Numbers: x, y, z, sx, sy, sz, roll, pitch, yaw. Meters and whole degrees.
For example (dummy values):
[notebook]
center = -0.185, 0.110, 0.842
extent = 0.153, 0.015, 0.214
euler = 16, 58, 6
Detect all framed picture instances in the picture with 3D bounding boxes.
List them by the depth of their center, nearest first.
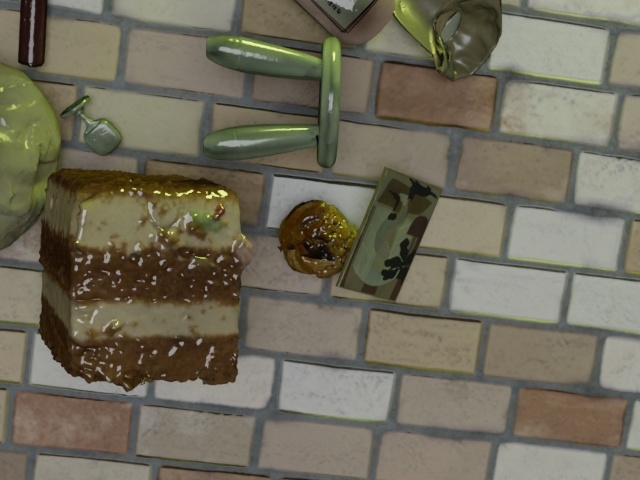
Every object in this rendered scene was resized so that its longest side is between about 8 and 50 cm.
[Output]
[framed picture]
center = 0.110, -0.006, 1.635
extent = 0.136, 0.010, 0.200
euler = 17, 97, -43

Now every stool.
[stool]
center = -0.070, -0.206, 1.542
extent = 0.199, 0.195, 0.195
euler = 0, 98, -2

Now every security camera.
[security camera]
center = -0.352, -0.175, 1.603
extent = 0.058, 0.058, 0.092
euler = -35, 111, 1

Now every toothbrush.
[toothbrush]
center = -0.427, -0.444, 1.560
extent = 0.041, 0.041, 0.363
euler = 5, 97, -5

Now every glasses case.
[glasses case]
center = -0.021, -0.430, 1.573
extent = 0.314, 0.075, 0.122
euler = 43, 96, -8

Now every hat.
[hat]
center = 0.200, -0.351, 1.612
extent = 0.175, 0.085, 0.147
euler = 46, 105, 14

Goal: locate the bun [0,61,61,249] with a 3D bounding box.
[bun]
center = -0.563, -0.124, 1.507
extent = 0.360, 0.211, 0.359
euler = 0, 99, -3

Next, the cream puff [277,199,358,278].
[cream puff]
center = 0.000, 0.000, 1.624
extent = 0.133, 0.104, 0.119
euler = 20, 89, -8

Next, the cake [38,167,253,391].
[cake]
center = -0.264, 0.046, 1.506
extent = 0.256, 0.282, 0.290
euler = 3, 98, -26
